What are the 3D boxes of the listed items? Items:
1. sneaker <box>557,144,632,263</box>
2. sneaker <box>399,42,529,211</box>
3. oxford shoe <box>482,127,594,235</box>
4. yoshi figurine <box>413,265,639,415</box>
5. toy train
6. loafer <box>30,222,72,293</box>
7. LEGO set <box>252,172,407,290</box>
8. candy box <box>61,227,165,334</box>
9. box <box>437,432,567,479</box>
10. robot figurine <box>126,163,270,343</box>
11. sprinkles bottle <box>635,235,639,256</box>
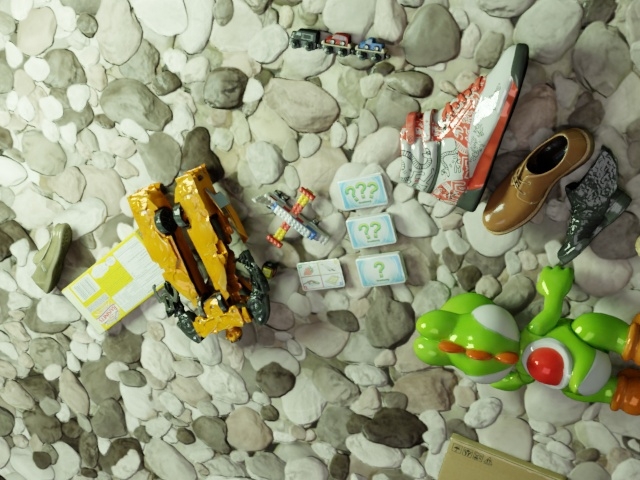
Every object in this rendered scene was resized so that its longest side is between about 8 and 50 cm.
[{"bbox_3d":[0.386,-0.051,1.877,0.089,0.051,0.170,43,116,-1],"label":"sneaker"},{"bbox_3d":[0.199,-0.178,1.865,0.145,0.090,0.270,21,121,8],"label":"sneaker"},{"bbox_3d":[0.299,-0.088,1.865,0.212,0.076,0.076,-49,64,28],"label":"oxford shoe"},{"bbox_3d":[0.322,0.151,1.951,0.362,0.204,0.203,9,157,1],"label":"yoshi figurine"},{"bbox_3d":[0.030,-0.293,1.915,0.158,0.027,0.036,12,106,16],"label":"toy train"},{"bbox_3d":[-0.471,0.028,2.228,0.050,0.056,0.148,24,119,2],"label":"loafer"},{"bbox_3d":[0.000,0.000,2.040,0.244,0.060,0.182,-7,106,24],"label":"LEGO set"},{"bbox_3d":[-0.348,0.072,2.218,0.206,0.027,0.105,-36,101,30],"label":"candy box"},{"bbox_3d":[0.291,0.425,2.140,0.201,0.021,0.164,20,118,11],"label":"box"},{"bbox_3d":[-0.190,0.031,2.102,0.211,0.085,0.291,-17,105,31],"label":"robot figurine"},{"bbox_3d":[0.570,-0.088,1.697,0.121,0.121,0.355,36,116,2],"label":"sprinkles bottle"}]
